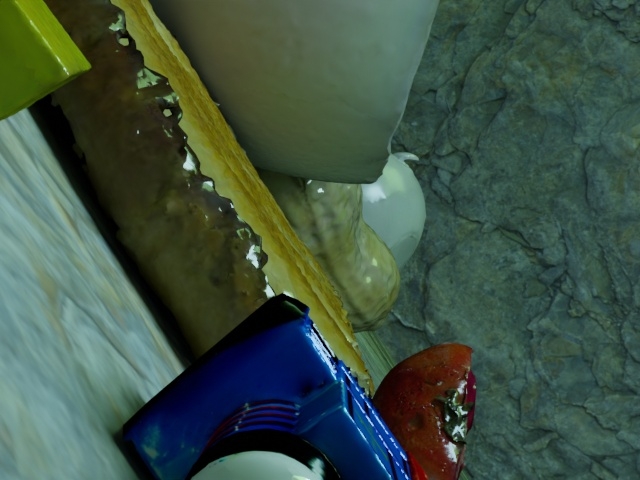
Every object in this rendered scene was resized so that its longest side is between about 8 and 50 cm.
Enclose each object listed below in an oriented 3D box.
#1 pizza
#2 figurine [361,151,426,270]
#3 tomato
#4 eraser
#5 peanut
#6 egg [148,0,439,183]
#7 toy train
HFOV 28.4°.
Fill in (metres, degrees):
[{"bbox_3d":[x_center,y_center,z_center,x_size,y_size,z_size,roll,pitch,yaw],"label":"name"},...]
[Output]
[{"bbox_3d":[-0.109,-0.079,0.803,0.391,0.080,0.435,56,1,-11],"label":"pizza"},{"bbox_3d":[-0.019,-0.089,1.693,0.394,0.226,0.274,42,8,29],"label":"figurine"},{"bbox_3d":[0.089,0.185,1.170,0.173,0.099,0.189,86,14,-64],"label":"tomato"},{"bbox_3d":[-0.160,-0.116,0.573,0.122,0.045,0.097,56,3,-10],"label":"eraser"},{"bbox_3d":[0.000,0.000,1.342,0.313,0.149,0.149,55,3,-45],"label":"peanut"},{"bbox_3d":[-0.064,-0.247,1.076,0.340,0.354,0.354,15,3,0],"label":"egg"},{"bbox_3d":[-0.008,0.093,0.419,0.131,0.083,0.204,57,0,0],"label":"toy train"}]
